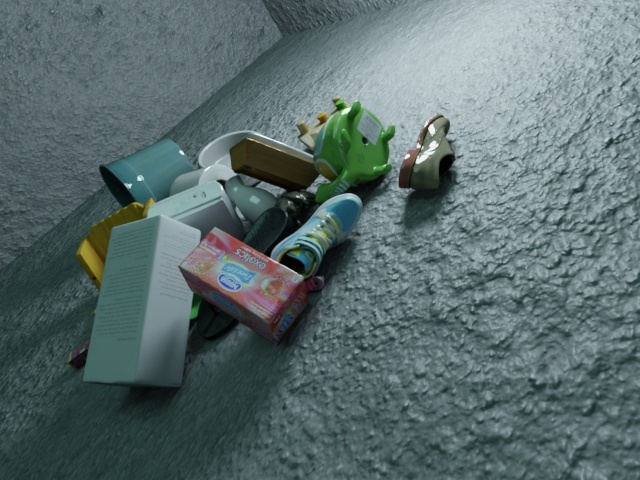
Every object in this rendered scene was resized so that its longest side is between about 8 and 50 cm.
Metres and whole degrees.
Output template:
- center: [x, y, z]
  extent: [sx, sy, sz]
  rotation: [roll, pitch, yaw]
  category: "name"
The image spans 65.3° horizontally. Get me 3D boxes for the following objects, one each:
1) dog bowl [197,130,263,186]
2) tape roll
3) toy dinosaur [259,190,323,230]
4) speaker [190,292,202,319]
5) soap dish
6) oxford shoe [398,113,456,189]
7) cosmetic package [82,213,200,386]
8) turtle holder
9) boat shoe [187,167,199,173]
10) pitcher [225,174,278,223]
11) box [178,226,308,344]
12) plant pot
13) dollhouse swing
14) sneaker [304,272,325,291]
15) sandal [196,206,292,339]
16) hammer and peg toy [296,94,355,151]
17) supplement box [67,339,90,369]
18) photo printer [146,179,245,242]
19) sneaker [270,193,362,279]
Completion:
- center: [-0.371, -0.354, 2.166]
  extent: [0.349, 0.102, 0.348]
  rotation: [-10, 41, 9]
  category: "dog bowl"
- center: [-0.422, -0.153, 1.891]
  extent: [0.169, 0.246, 0.246]
  rotation: [-8, 40, 35]
  category: "tape roll"
- center: [-0.095, -0.110, 1.657]
  extent: [0.160, 0.121, 0.313]
  rotation: [16, 60, 35]
  category: "toy dinosaur"
- center: [-0.506, 0.191, 1.614]
  extent: [0.297, 0.131, 0.131]
  rotation: [-2, 44, 41]
  category: "speaker"
- center: [-0.165, -0.266, 1.759]
  extent: [0.229, 0.291, 0.118]
  rotation: [2, 76, 66]
  category: "soap dish"
- center: [0.344, -0.257, 1.491]
  extent: [0.130, 0.123, 0.348]
  rotation: [17, 51, 20]
  category: "oxford shoe"
- center: [-0.496, 0.177, 1.414]
  extent: [0.230, 0.161, 0.452]
  rotation: [-10, 67, 33]
  category: "cosmetic package"
- center: [0.094, -0.266, 1.630]
  extent: [0.227, 0.243, 0.320]
  rotation: [-18, 72, 50]
  category: "turtle holder"
- center: [-0.525, -0.286, 2.292]
  extent: [0.307, 0.110, 0.104]
  rotation: [-40, 31, -9]
  category: "boat shoe"
- center: [-0.243, -0.115, 1.781]
  extent: [0.207, 0.177, 0.125]
  rotation: [32, 47, 24]
  category: "pitcher"
- center: [-0.197, 0.116, 1.298]
  extent: [0.300, 0.142, 0.154]
  rotation: [29, 63, 21]
  category: "box"
- center: [-0.811, -0.301, 2.401]
  extent: [0.334, 0.341, 0.341]
  rotation: [-41, 31, -27]
  category: "plant pot"
- center: [-0.755, 0.066, 1.879]
  extent: [0.347, 0.315, 0.305]
  rotation: [-27, 12, 10]
  category: "dollhouse swing"
- center: [-0.037, 0.116, 1.375]
  extent: [0.119, 0.047, 0.057]
  rotation: [-13, 20, 26]
  category: "sneaker"
- center: [-0.251, 0.077, 1.481]
  extent: [0.168, 0.107, 0.445]
  rotation: [17, 71, 41]
  category: "sandal"
- center: [0.057, -0.428, 1.936]
  extent: [0.266, 0.127, 0.361]
  rotation: [-35, 31, -2]
  category: "hammer and peg toy"
- center: [-0.811, 0.390, 1.701]
  extent: [0.083, 0.043, 0.055]
  rotation: [-35, 31, 0]
  category: "supplement box"
- center: [-0.400, -0.044, 1.676]
  extent: [0.256, 0.307, 0.107]
  rotation: [-23, 60, -4]
  category: "photo printer"
- center: [0.000, 0.000, 1.367]
  extent: [0.319, 0.127, 0.208]
  rotation: [-43, 10, 3]
  category: "sneaker"
